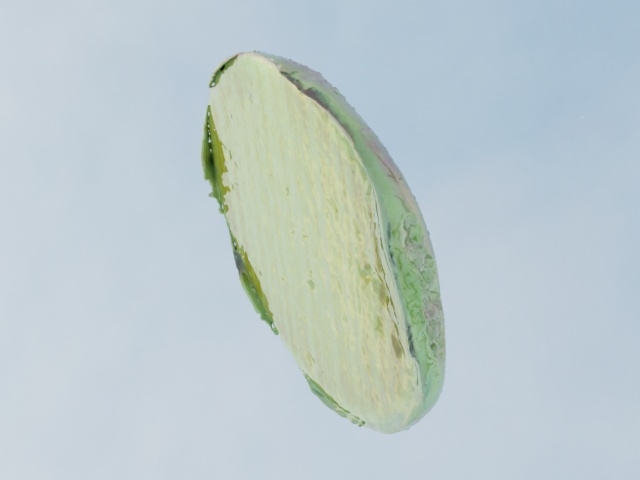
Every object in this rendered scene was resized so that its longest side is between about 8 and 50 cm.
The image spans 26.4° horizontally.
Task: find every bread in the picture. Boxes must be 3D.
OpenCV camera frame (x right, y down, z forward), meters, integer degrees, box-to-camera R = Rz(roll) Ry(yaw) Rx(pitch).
[{"bbox_3d":[-0.003,0.000,0.989,0.045,0.301,0.301,-24,-90,-25],"label":"bread"}]
